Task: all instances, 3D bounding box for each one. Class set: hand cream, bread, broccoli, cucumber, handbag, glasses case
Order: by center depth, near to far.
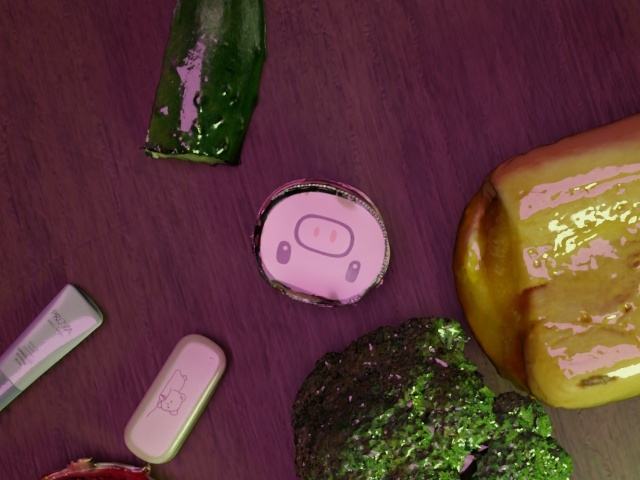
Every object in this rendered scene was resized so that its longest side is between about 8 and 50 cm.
[{"bbox_3d":[0.116,0.277,1.602,0.413,0.310,0.321,-27,94,37],"label":"broccoli"},{"bbox_3d":[0.376,0.032,1.612,0.394,0.250,0.361,-19,83,8],"label":"bread"},{"bbox_3d":[0.000,0.000,1.706,0.205,0.116,0.179,15,90,5],"label":"handbag"},{"bbox_3d":[-0.207,0.228,1.741,0.083,0.050,0.196,29,85,9],"label":"glasses case"},{"bbox_3d":[-0.157,-0.269,1.744,0.145,0.105,0.325,11,86,6],"label":"cucumber"},{"bbox_3d":[-0.428,0.174,1.771,0.255,0.048,0.079,-45,83,1],"label":"hand cream"}]

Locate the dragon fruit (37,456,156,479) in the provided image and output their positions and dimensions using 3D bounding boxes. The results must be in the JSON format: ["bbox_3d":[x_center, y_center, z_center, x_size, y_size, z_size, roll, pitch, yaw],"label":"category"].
[{"bbox_3d":[-0.330,0.405,1.724,0.274,0.126,0.161,-18,55,-19],"label":"dragon fruit"}]
